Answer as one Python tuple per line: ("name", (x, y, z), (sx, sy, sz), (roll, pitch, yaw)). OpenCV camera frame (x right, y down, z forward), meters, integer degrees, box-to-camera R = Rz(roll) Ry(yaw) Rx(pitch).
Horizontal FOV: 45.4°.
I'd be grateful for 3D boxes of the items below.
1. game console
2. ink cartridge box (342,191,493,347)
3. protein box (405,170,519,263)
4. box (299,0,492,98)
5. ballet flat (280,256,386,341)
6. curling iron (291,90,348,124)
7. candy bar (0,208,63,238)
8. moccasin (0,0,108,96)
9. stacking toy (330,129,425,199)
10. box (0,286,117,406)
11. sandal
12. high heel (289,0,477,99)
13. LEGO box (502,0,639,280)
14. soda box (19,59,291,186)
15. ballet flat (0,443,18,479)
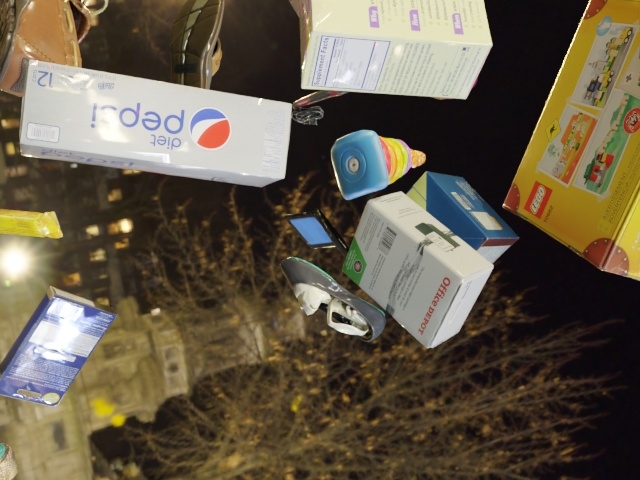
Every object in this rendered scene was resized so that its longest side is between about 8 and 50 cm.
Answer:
("game console", (0.000, 0.000, 1.482), (0.122, 0.071, 0.107), (49, 10, -46))
("ink cartridge box", (0.149, 0.044, 1.215), (0.208, 0.087, 0.153), (43, -49, 29))
("protein box", (0.291, -0.030, 1.669), (0.136, 0.201, 0.200), (-49, -113, 23))
("box", (0.095, -0.323, 1.078), (0.117, 0.243, 0.213), (108, -18, -60))
("ballet flat", (0.015, 0.102, 1.253), (0.203, 0.074, 0.074), (33, -30, -5))
("curling iron", (0.048, -0.314, 1.611), (0.274, 0.068, 0.035), (-23, -131, 36))
("candy bar", (-0.368, -0.025, 0.845), (0.040, 0.162, 0.018), (93, 4, -48))
("moccasin", (-0.434, -0.358, 1.244), (0.139, 0.147, 0.380), (-55, -145, 27))
("stacking toy", (0.189, -0.220, 2.099), (0.175, 0.302, 0.165), (-16, -93, 46))
("box", (-0.498, 0.202, 1.429), (0.225, 0.136, 0.036), (-56, -138, 8))
("sandal", (-0.186, -0.281, 1.197), (0.090, 0.060, 0.219), (7, -86, 29))
("high heel", (0.104, -0.368, 1.331), (0.377, 0.181, 0.127), (42, -62, 6))
("LEGO box", (0.621, -0.213, 1.532), (0.372, 0.193, 0.500), (-127, -126, -62))
("soda box", (-0.183, -0.125, 0.862), (0.098, 0.286, 0.091), (175, -80, -69))
("ballet flat", (-0.538, 0.405, 1.163), (0.073, 0.206, 0.067), (10, -46, 37))
